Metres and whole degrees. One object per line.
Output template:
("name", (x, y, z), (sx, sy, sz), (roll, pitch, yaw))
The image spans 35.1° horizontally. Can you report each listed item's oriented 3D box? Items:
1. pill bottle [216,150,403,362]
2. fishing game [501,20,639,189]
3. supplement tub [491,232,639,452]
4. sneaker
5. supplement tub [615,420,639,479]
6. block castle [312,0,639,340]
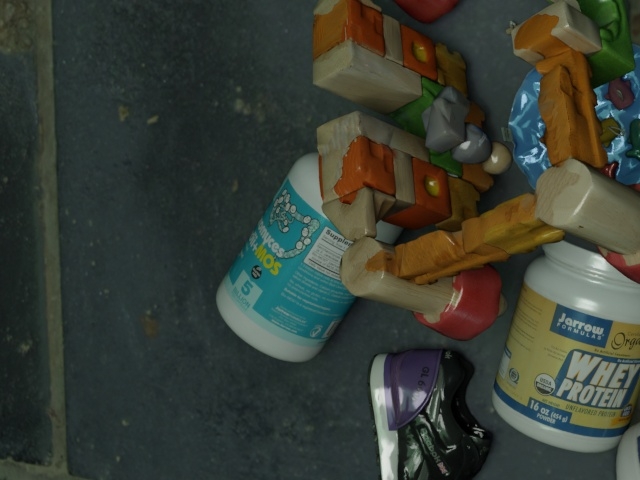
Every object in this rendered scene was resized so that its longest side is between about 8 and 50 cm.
("pill bottle", (0.000, 0.000, 1.164), (0.146, 0.146, 0.264), (39, 110, 18))
("fishing game", (0.285, -0.123, 1.067), (0.189, 0.041, 0.264), (-15, 88, 26))
("supplement tub", (0.266, 0.098, 1.035), (0.144, 0.144, 0.200), (19, 106, 24))
("sneaker", (0.136, 0.264, 1.148), (0.124, 0.107, 0.283), (-8, 91, 21))
("supplement tub", (0.456, 0.226, 0.908), (0.316, 0.228, 0.228), (-27, 83, 27))
("block castle", (0.172, -0.151, 0.963), (0.303, 0.212, 0.453), (-23, 61, 41))
